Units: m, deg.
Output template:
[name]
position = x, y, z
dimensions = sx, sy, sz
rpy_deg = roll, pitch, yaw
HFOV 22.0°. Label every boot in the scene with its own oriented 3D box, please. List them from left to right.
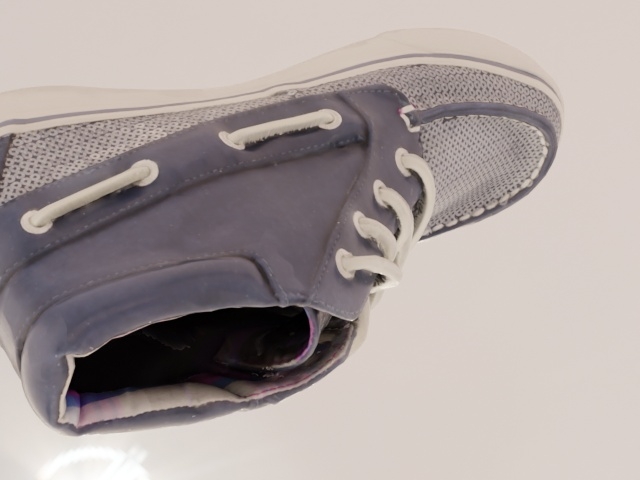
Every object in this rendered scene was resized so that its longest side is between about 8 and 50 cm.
[boot]
position = 0.000, 0.000, 0.412
dimensions = 0.086, 0.190, 0.069
rpy_deg = 50, -39, 41
